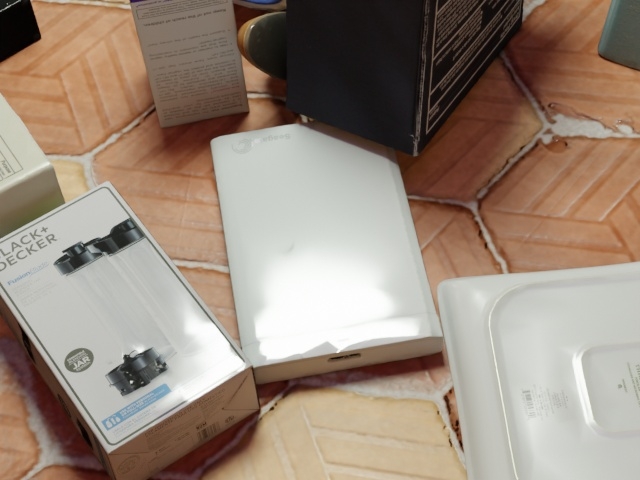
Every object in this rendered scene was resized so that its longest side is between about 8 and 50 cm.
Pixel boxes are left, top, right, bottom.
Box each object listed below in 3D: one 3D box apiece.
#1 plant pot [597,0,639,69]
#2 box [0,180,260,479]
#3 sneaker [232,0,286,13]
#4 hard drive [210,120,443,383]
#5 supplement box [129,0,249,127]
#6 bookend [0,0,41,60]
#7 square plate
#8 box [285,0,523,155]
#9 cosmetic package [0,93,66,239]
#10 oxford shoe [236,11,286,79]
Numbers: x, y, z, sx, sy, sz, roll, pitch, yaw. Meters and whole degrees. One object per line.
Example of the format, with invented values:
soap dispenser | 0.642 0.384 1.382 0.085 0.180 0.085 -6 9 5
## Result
plant pot | 0.486 -0.337 1.532 0.247 0.252 0.247 23 59 19
box | -0.210 0.091 1.373 0.169 0.087 0.290 -30 57 -17
sneaker | -0.122 -0.345 1.637 0.297 0.131 0.111 15 97 19
hard drive | 0.000 0.000 1.454 0.203 0.040 0.307 -10 54 -3
supplement box | -0.152 -0.245 1.532 0.114 0.220 0.111 -13 54 -3
bookend | -0.458 -0.277 1.670 0.156 0.072 0.157 -36 58 -21
square plate | 0.304 0.154 1.313 0.344 0.049 0.347 -5 53 0
box | 0.102 -0.306 1.487 0.183 0.294 0.296 21 47 21
cosmetic package | -0.433 -0.018 1.444 0.296 0.129 0.153 -29 56 -15
oxford shoe | -0.051 -0.227 1.555 0.076 0.212 0.076 15 101 22
